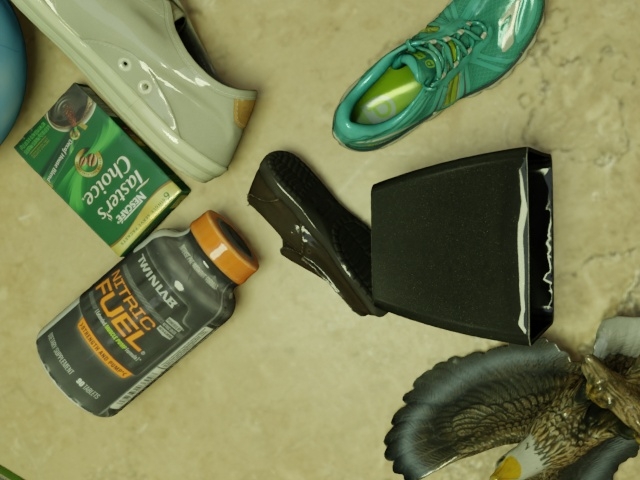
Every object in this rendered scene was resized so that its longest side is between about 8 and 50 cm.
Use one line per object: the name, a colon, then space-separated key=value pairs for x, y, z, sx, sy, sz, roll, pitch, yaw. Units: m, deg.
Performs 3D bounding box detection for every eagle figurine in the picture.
eagle figurine: x=0.231 y=0.210 z=0.999 sx=0.225 sy=0.298 sz=0.226 roll=12 pitch=59 yaw=-23

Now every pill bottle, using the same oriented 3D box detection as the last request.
pill bottle: x=-0.186 y=0.075 z=1.072 sx=0.246 sy=0.130 sz=0.130 roll=-40 pitch=86 yaw=7

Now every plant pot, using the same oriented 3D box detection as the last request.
plant pot: x=0.148 y=0.002 z=1.002 sx=0.167 sy=0.187 sz=0.188 roll=1 pitch=93 yaw=20

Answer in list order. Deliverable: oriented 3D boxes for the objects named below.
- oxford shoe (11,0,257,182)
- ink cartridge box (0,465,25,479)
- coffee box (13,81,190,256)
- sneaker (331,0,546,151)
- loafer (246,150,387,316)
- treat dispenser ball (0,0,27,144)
oxford shoe: x=-0.238 y=-0.259 z=1.051 sx=0.449 sy=0.169 sz=0.130 roll=45 pitch=100 yaw=-3
ink cartridge box: x=-0.481 y=0.373 z=1.143 sx=0.189 sy=0.097 sz=0.255 roll=28 pitch=95 yaw=6
coffee box: x=-0.254 y=-0.082 z=1.120 sx=0.113 sy=0.040 sz=0.184 roll=-44 pitch=86 yaw=7
sneaker: x=0.128 y=-0.187 z=1.026 sx=0.275 sy=0.110 sz=0.107 roll=-40 pitch=86 yaw=7
loafer: x=0.000 y=0.000 z=1.078 sx=0.220 sy=0.080 sz=0.078 roll=52 pitch=131 yaw=2
treat dispenser ball: x=-0.462 y=-0.191 z=1.021 sx=0.288 sy=0.288 sz=0.288 roll=0 pitch=92 yaw=8
